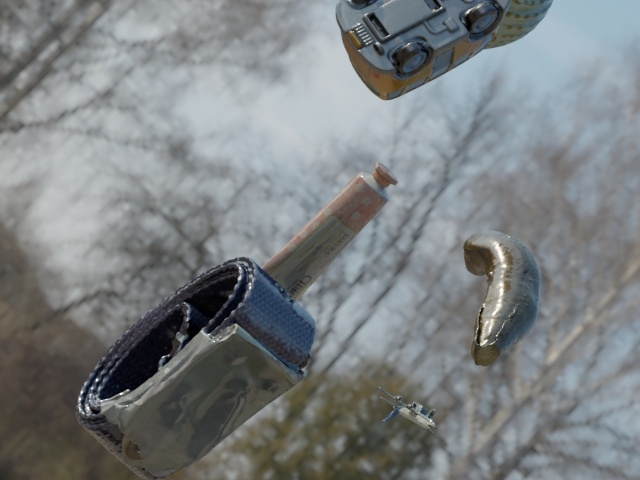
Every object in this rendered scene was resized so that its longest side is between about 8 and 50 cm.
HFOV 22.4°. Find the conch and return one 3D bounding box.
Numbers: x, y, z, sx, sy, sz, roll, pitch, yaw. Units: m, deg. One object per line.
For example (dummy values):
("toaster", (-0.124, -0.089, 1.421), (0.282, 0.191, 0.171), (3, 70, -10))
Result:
("conch", (0.256, -0.339, 2.258), (0.131, 0.172, 0.200), (21, -60, 23))

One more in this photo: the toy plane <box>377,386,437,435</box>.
("toy plane", (0.085, 0.161, 1.491), (0.078, 0.024, 0.084), (41, -20, -22))

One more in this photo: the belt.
("belt", (-0.112, 0.129, 1.534), (0.126, 0.230, 0.139), (46, 10, -30))

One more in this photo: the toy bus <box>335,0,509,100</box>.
("toy bus", (0.126, -0.264, 1.995), (0.126, 0.209, 0.136), (56, -13, 22))

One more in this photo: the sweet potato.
("sweet potato", (0.244, 0.080, 2.206), (0.286, 0.112, 0.085), (-78, 158, -51))

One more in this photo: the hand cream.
("hand cream", (0.000, 0.000, 1.728), (0.067, 0.210, 0.043), (36, 14, -30))
